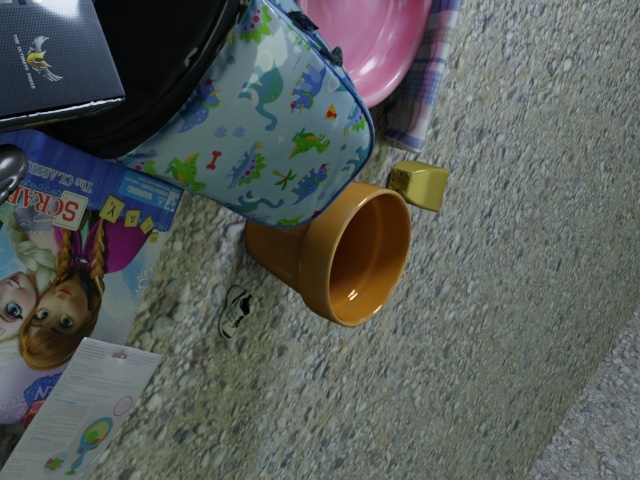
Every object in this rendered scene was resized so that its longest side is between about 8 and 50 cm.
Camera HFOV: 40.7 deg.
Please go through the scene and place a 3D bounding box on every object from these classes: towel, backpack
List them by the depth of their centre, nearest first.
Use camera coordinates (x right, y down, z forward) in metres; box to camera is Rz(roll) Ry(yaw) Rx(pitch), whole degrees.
[{"bbox_3d":[-0.097,-0.163,1.012,0.290,0.273,0.355,-51,160,4],"label":"backpack"},{"bbox_3d":[0.165,-0.281,1.392,0.209,0.034,0.284,-115,-141,-78],"label":"towel"}]

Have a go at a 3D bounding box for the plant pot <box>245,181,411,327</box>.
[{"bbox_3d":[0.000,0.000,1.268,0.205,0.188,0.205,-30,130,-43],"label":"plant pot"}]

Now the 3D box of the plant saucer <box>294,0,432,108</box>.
[{"bbox_3d":[0.046,-0.355,1.245,0.332,0.084,0.332,-31,131,-43],"label":"plant saucer"}]

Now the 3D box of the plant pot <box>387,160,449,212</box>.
[{"bbox_3d":[0.167,-0.101,1.555,0.083,0.082,0.081,4,103,-43],"label":"plant pot"}]

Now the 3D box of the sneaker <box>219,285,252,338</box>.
[{"bbox_3d":[-0.125,0.110,1.285,0.032,0.037,0.083,-4,111,-56],"label":"sneaker"}]

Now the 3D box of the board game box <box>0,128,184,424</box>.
[{"bbox_3d":[-0.325,0.043,0.943,0.319,0.066,0.317,20,90,-56],"label":"board game box"}]

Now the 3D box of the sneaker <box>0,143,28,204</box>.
[{"bbox_3d":[-0.391,-0.038,0.723,0.286,0.109,0.130,-25,101,-27],"label":"sneaker"}]

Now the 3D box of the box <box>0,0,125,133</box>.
[{"bbox_3d":[-0.296,-0.213,0.769,0.183,0.059,0.232,-22,94,-49],"label":"box"}]

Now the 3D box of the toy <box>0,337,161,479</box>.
[{"bbox_3d":[-0.293,0.210,0.968,0.237,0.056,0.137,-61,150,0],"label":"toy"}]
